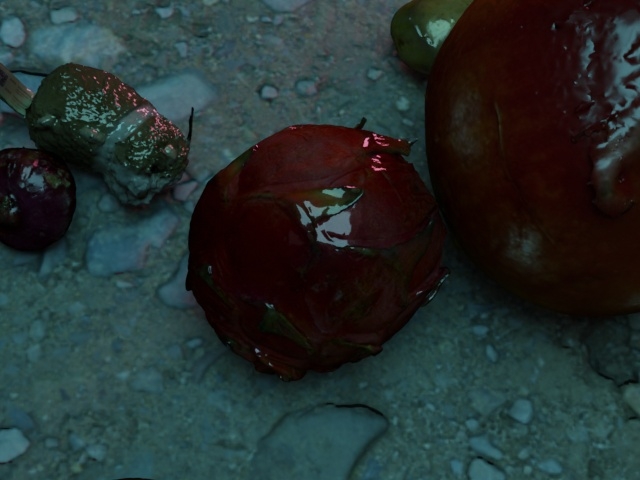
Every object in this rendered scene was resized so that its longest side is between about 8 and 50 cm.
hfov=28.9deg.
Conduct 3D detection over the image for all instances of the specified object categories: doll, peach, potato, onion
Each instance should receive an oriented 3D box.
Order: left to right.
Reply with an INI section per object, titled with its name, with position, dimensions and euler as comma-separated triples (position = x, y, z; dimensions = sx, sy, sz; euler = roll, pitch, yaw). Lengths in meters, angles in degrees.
[onion]
position = -0.292, -0.041, 1.222
dimensions = 0.107, 0.097, 0.107
euler = 5, 108, 16
[doll]
position = -0.235, -0.117, 1.255
dimensions = 0.221, 0.105, 0.115
euler = 25, 70, 4
[potato]
position = 0.162, -0.229, 1.354
dimensions = 0.170, 0.080, 0.107
euler = -14, 70, -16
[peach]
position = 0.267, -0.102, 1.166
dimensions = 0.370, 0.370, 0.370
euler = 2, 69, -5

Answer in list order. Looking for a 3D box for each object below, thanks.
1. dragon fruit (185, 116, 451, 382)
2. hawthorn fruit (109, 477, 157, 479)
[dragon fruit]
position = -0.005, 0.008, 1.172
dimensions = 0.252, 0.241, 0.241
euler = -18, 69, 21
[hawthorn fruit]
position = -0.100, 0.320, 1.059
dimensions = 0.299, 0.211, 0.211
euler = 15, 68, -15
